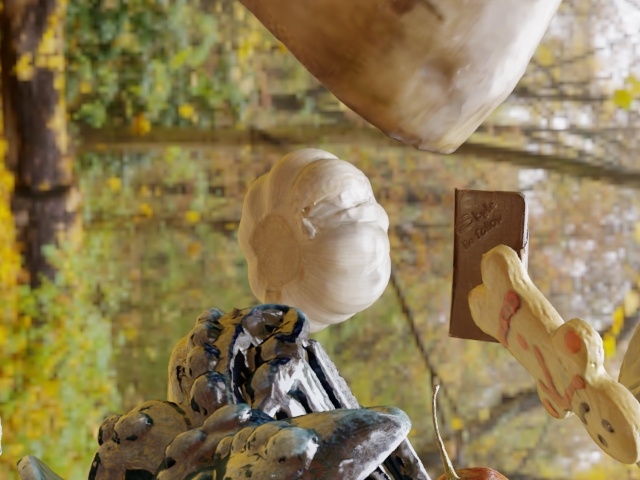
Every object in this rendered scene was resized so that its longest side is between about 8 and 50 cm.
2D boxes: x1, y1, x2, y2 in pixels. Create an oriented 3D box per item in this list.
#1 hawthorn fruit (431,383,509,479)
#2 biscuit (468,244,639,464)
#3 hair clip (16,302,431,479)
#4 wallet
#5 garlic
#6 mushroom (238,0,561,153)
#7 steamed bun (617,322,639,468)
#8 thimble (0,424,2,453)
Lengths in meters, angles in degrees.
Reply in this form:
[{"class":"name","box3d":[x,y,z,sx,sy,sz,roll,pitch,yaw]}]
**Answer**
[{"class":"hawthorn fruit","box3d":[0.192,0.345,1.955,0.285,0.165,0.165,60,-5,-4]},{"class":"biscuit","box3d":[0.218,0.110,1.294,0.234,0.030,0.153,51,-19,24]},{"class":"hair clip","box3d":[-0.046,0.162,0.837,0.194,0.206,0.310,62,-6,-15]},{"class":"wallet","box3d":[0.193,0.029,1.628,0.026,0.095,0.176,-3,97,-64]},{"class":"garlic","box3d":[-0.002,-0.002,1.713,0.228,0.152,0.227,9,-79,52]},{"class":"mushroom","box3d":[0.111,-0.297,1.087,0.397,0.313,0.224,-45,176,26]},{"class":"steamed bun","box3d":[0.525,0.197,1.780,0.309,0.324,0.219,-53,-167,-6]},{"class":"thimble","box3d":[-0.294,0.152,1.004,0.090,0.115,0.102,-49,-150,43]}]
